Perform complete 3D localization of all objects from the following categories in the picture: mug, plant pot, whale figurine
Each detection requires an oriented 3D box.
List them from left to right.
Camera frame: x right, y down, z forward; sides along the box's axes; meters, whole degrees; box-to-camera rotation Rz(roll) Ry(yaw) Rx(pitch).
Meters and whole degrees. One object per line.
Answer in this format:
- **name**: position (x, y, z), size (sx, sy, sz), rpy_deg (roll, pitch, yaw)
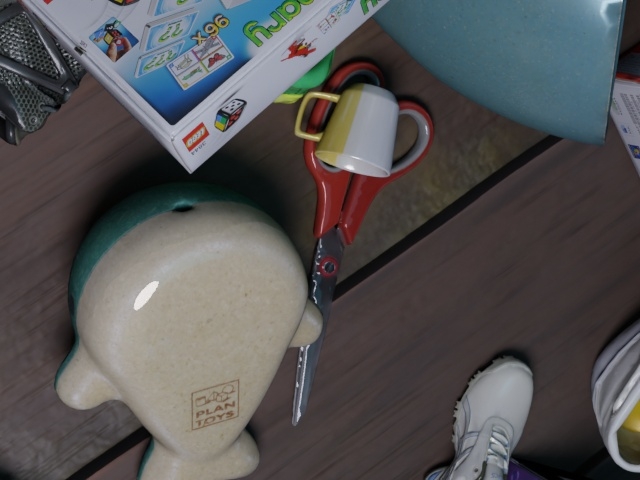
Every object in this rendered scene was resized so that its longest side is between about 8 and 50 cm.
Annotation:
- **whale figurine**: position (-0.107, 0.075, 1.262), size (0.216, 0.141, 0.272), rpy_deg (-17, 130, -20)
- **mug**: position (0.028, -0.092, 1.291), size (0.078, 0.062, 0.064), rpy_deg (20, 82, -31)
- **plant pot**: position (0.139, -0.227, 1.241), size (0.195, 0.290, 0.290), rpy_deg (8, 98, 10)

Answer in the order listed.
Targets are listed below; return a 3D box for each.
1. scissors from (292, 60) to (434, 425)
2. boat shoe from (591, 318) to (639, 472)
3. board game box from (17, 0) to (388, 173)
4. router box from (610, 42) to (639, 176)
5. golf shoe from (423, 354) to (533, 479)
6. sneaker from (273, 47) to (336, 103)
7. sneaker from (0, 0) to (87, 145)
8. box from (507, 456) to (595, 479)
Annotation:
- **scissors**: position (0.000, 0.000, 1.340), size (0.109, 0.021, 0.297), rpy_deg (25, 90, -27)
- **boat shoe**: position (0.360, 0.062, 1.344), size (0.136, 0.156, 0.367), rpy_deg (39, 114, -13)
- **board game box**: position (-0.040, -0.211, 1.104), size (0.305, 0.193, 0.053), rpy_deg (-41, 154, -9)
- **router box**: position (0.446, -0.082, 1.479), size (0.301, 0.082, 0.335), rpy_deg (-34, 111, -14)
- **golf shoe**: position (0.145, 0.186, 1.398), size (0.069, 0.086, 0.176), rpy_deg (27, 87, -24)
- **sneaker**: position (-0.011, -0.249, 1.229), size (0.109, 0.123, 0.295), rpy_deg (-4, 101, -22)
- **sneaker**: position (-0.177, -0.138, 1.201), size (0.228, 0.087, 0.130), rpy_deg (-3, 102, -20)
- **box**: position (0.205, 0.313, 1.409), size (0.108, 0.153, 0.207), rpy_deg (18, 91, -25)
